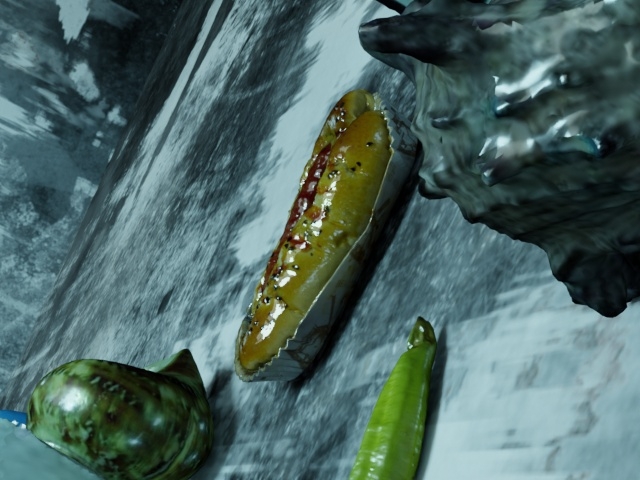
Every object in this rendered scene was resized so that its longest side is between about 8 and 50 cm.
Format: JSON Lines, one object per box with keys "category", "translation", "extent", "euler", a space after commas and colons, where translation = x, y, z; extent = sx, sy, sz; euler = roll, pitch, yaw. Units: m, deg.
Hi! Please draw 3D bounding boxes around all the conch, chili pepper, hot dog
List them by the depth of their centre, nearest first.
{"category": "conch", "translation": [0.144, -0.093, 0.704], "extent": [0.241, 0.186, 0.313], "euler": [-39, -9, -12]}
{"category": "chili pepper", "translation": [0.038, 0.135, 0.915], "extent": [0.049, 0.043, 0.208], "euler": [88, -154, -66]}
{"category": "hot dog", "translation": [0.000, 0.000, 1.199], "extent": [0.252, 0.069, 0.131], "euler": [-65, 16, -2]}
{"category": "conch", "translation": [-0.179, 0.163, 1.329], "extent": [0.187, 0.181, 0.124], "euler": [-16, 80, 59]}

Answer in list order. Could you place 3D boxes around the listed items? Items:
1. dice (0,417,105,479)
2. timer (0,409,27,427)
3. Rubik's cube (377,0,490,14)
{"category": "dice", "translation": [-0.192, 0.277, 0.893], "extent": [0.262, 0.268, 0.265], "euler": [-55, 22, -21]}
{"category": "timer", "translation": [-0.299, 0.340, 1.407], "extent": [0.340, 0.115, 0.309], "euler": [105, 176, -53]}
{"category": "Rubik's cube", "translation": [0.131, -0.299, 0.862], "extent": [0.293, 0.288, 0.283], "euler": [-44, 23, 46]}
